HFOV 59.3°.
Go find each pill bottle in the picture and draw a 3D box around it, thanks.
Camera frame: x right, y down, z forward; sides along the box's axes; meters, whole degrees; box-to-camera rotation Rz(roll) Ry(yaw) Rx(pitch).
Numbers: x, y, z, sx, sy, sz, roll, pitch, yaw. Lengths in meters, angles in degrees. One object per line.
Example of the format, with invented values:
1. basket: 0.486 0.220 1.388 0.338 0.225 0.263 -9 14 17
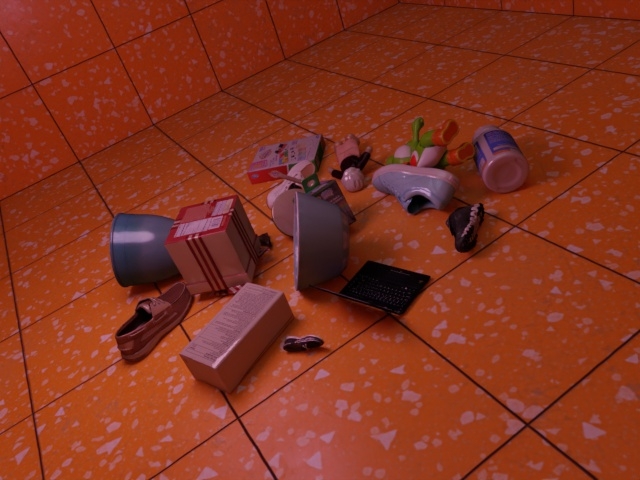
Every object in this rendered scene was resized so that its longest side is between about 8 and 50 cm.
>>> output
1. pill bottle: 0.610 -0.294 1.943 0.152 0.152 0.272 -13 34 11

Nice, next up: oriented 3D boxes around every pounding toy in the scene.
1. pounding toy: -0.091 -0.113 2.080 0.182 0.110 0.237 9 74 -8

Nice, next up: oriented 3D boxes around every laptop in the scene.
1. laptop: 0.144 0.118 1.622 0.234 0.137 0.264 14 47 39

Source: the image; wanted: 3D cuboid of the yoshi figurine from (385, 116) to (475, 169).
1. yoshi figurine: 0.392 -0.332 2.052 0.202 0.204 0.362 6 -10 -31

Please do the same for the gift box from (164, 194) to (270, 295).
1. gift box: -0.331 0.029 1.882 0.276 0.258 0.255 -8 36 16

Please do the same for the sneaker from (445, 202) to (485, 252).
1. sneaker: 0.436 -0.036 1.746 0.106 0.078 0.234 -1 35 31

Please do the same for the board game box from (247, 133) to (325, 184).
1. board game box: -0.148 -0.366 2.512 0.316 0.064 0.242 -8 36 17

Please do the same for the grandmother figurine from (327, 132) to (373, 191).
1. grandmother figurine: 0.126 -0.312 2.277 0.207 0.104 0.343 -38 30 25

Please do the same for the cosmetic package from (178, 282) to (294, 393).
1. cosmetic package: -0.235 0.272 1.625 0.160 0.113 0.309 11 45 38

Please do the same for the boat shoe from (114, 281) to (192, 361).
1. boat shoe: -0.536 0.240 1.821 0.123 0.117 0.324 2 40 30

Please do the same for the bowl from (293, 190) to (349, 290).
1. bowl: 0.000 0.000 1.760 0.163 0.312 0.312 -1 34 -5

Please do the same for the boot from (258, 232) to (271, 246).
1. boot: -0.239 0.015 2.052 0.114 0.037 0.106 -20 21 -5

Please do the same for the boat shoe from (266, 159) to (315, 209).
1. boat shoe: -0.097 -0.216 2.256 0.096 0.098 0.277 16 58 41

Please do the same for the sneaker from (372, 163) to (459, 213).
1. sneaker: 0.299 -0.172 1.958 0.365 0.135 0.150 8 63 51

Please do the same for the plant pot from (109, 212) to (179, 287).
1. plant pot: -0.592 0.027 2.038 0.254 0.272 0.272 -4 35 -1

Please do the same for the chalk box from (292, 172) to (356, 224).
1. chalk box: 0.001 -0.127 1.944 0.132 0.213 0.132 -34 16 -21

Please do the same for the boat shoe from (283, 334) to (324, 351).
1. boat shoe: -0.048 0.289 1.563 0.125 0.046 0.038 -4 37 28
